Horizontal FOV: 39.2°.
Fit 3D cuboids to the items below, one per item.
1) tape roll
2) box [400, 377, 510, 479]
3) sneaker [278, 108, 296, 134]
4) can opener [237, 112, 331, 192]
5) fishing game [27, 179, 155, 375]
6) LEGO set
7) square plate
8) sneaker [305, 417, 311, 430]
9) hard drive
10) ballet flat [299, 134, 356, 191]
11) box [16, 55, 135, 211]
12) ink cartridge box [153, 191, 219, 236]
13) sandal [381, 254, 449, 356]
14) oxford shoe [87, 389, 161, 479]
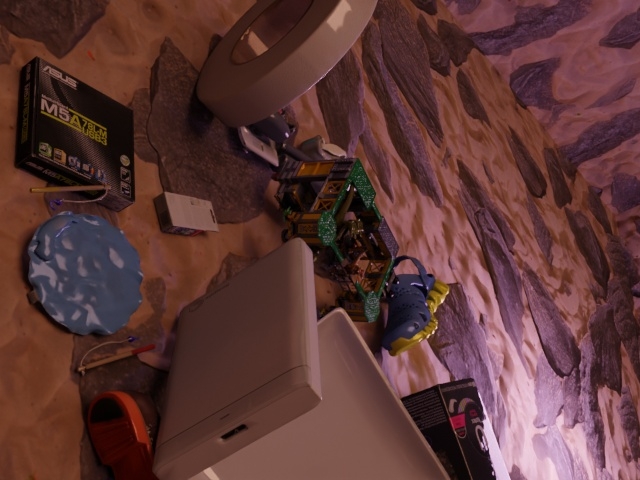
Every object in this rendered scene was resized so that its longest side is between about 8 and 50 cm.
[{"bbox_3d":[-0.065,-0.373,1.648,0.072,0.392,0.392,44,35,-28],"label":"tape roll"},{"bbox_3d":[0.253,0.421,1.748,0.165,0.143,0.270,3,65,-56],"label":"box"},{"bbox_3d":[-0.106,-0.272,1.825,0.158,0.065,0.061,48,33,-24],"label":"sneaker"},{"bbox_3d":[-0.063,-0.170,1.796,0.280,0.093,0.074,34,39,-47],"label":"can opener"},{"bbox_3d":[-0.329,0.049,1.252,0.189,0.041,0.264,-15,84,-52],"label":"fishing game"},{"bbox_3d":[0.000,0.000,1.708,0.331,0.192,0.255,52,48,-44],"label":"LEGO set"},{"bbox_3d":[-0.017,0.335,1.342,0.347,0.049,0.344,-35,99,-21],"label":"square plate"},{"bbox_3d":[-0.030,0.337,1.449,0.283,0.110,0.122,59,11,-8],"label":"sneaker"},{"bbox_3d":[-0.109,0.149,1.226,0.047,0.233,0.353,52,15,-24],"label":"hard drive"},{"bbox_3d":[0.042,-0.164,1.965,0.213,0.068,0.072,30,43,-44],"label":"ballet flat"},{"bbox_3d":[-0.364,-0.158,1.355,0.191,0.045,0.184,29,46,-45],"label":"box"},{"bbox_3d":[-0.222,-0.041,1.497,0.115,0.029,0.062,10,58,-55],"label":"ink cartridge box"},{"bbox_3d":[0.177,0.132,1.899,0.138,0.126,0.317,53,23,-10],"label":"sandal"},{"bbox_3d":[-0.210,0.319,1.166,0.098,0.097,0.271,6,61,-62],"label":"oxford shoe"}]
